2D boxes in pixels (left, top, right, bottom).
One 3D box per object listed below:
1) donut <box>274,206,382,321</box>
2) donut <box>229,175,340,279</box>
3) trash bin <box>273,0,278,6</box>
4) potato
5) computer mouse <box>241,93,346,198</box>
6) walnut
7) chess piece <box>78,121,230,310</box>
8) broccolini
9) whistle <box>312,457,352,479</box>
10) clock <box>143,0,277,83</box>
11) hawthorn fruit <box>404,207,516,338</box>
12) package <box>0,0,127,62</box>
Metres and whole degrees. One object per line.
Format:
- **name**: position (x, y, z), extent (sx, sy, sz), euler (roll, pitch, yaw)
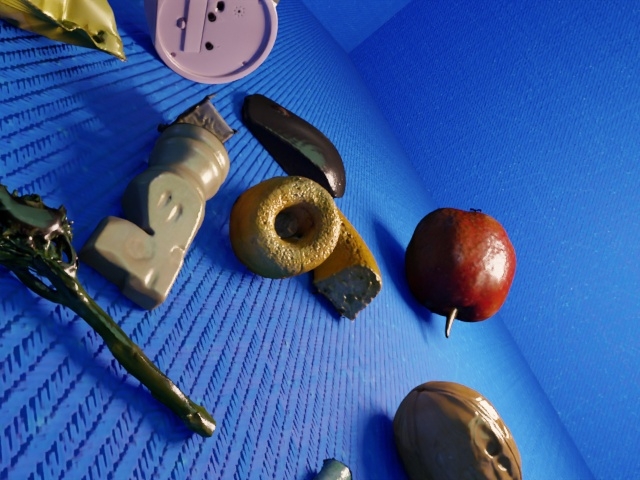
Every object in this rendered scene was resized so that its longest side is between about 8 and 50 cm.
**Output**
- **donut**: position (-0.003, -0.005, 0.709), extent (0.259, 0.101, 0.152), euler (44, 19, -19)
- **donut**: position (-0.042, -0.019, 0.567), extent (0.152, 0.058, 0.151), euler (2, 85, -29)
- **trash bin**: position (-0.227, -0.563, 0.857), extent (0.250, 0.219, 0.219), euler (35, 32, -56)
- **potato**: position (-0.157, -0.149, 0.559), extent (0.061, 0.086, 0.122), euler (56, -2, -23)
- **computer mouse**: position (-0.037, -0.205, 0.904), extent (0.295, 0.087, 0.168), euler (44, 28, -24)
- **walnut**: position (0.196, 0.300, 0.612), extent (0.197, 0.165, 0.165), euler (67, 23, 4)
- **chess piece**: position (-0.160, -0.030, 0.438), extent (0.090, 0.090, 0.200), euler (43, 37, -31)
- **broccolini**: position (-0.176, 0.066, 0.338), extent (0.254, 0.071, 0.057), euler (57, -13, -18)
- **whistle**: position (-0.020, 0.260, 0.376), extent (0.039, 0.039, 0.186), euler (60, 23, 8)
- **clock**: position (-0.171, -0.351, 0.677), extent (0.197, 0.197, 0.068), euler (24, 38, -54)
- **hawthorn fruit**: position (0.351, 0.093, 1.109), extent (0.285, 0.285, 0.368), euler (43, 46, -30)
- **package**: position (-0.313, -0.294, 0.450), extent (0.226, 0.090, 0.168), euler (60, 25, 15)
